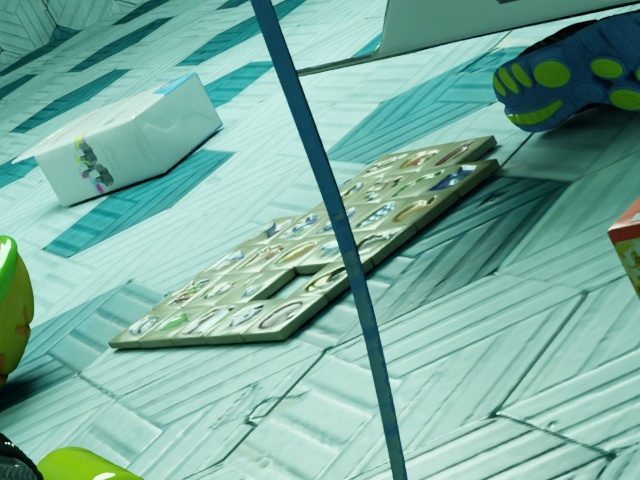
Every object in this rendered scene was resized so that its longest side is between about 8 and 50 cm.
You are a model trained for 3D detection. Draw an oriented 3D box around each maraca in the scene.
[{"bbox_3d":[-0.254,0.075,1.174,0.127,0.099,0.185,-19,40,61],"label":"maraca"}]

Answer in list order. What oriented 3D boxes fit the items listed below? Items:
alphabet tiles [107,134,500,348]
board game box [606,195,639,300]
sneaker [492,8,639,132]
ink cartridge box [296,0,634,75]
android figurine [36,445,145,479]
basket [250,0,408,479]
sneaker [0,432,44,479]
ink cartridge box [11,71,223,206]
[{"bbox_3d":[0.000,0.000,1.127,0.237,0.009,0.198,-37,16,-32],"label":"alphabet tiles"},{"bbox_3d":[0.237,-0.037,0.739,0.193,0.045,0.147,-14,20,45],"label":"board game box"},{"bbox_3d":[0.179,-0.112,1.059,0.078,0.067,0.188,-40,16,-28],"label":"sneaker"},{"bbox_3d":[0.163,-0.163,1.058,0.371,0.069,0.176,-13,5,12],"label":"ink cartridge box"},{"bbox_3d":[-0.176,0.177,0.756,0.248,0.056,0.273,-33,14,-17],"label":"android figurine"},{"bbox_3d":[0.139,-0.031,0.487,0.289,0.254,0.201,-15,18,5],"label":"basket"},{"bbox_3d":[-0.208,0.143,0.664,0.229,0.086,0.132,-17,-36,-57],"label":"sneaker"},{"bbox_3d":[-0.194,-0.091,1.688,0.181,0.061,0.104,-15,19,40],"label":"ink cartridge box"}]
